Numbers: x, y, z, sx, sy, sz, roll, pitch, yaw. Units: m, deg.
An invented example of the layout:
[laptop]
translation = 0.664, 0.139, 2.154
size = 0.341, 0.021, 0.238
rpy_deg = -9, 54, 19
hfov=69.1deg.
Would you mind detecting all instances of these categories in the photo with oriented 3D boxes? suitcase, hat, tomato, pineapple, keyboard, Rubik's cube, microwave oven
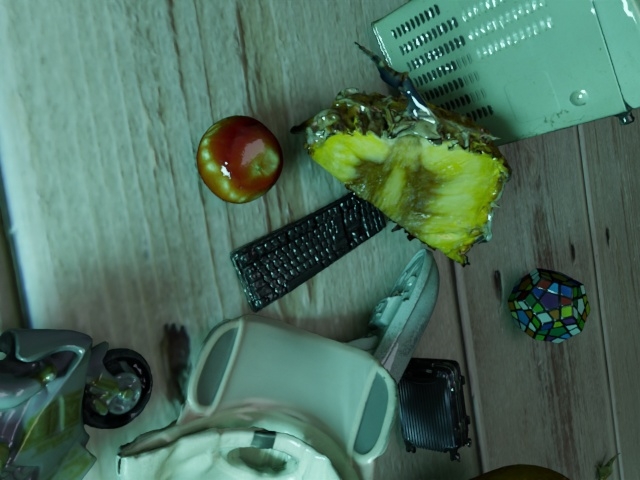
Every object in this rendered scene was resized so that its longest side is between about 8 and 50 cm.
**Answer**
[suitcase]
translation = 0.147, 0.218, 0.615
size = 0.059, 0.086, 0.126
rpy_deg = -12, 95, -55
[hat]
translation = -0.048, 0.192, 0.447
size = 0.226, 0.219, 0.164
rpy_deg = -63, 171, -63
[tomato]
translation = -0.076, -0.079, 0.456
size = 0.087, 0.075, 0.087
rpy_deg = 0, 91, -40
[pineapple]
translation = 0.120, -0.117, 0.559
size = 0.334, 0.158, 0.161
rpy_deg = 28, 48, -26
[keyboard]
translation = 0.001, 0.000, 0.549
size = 0.231, 0.023, 0.072
rpy_deg = -30, 108, -38
[Rubik's cube]
translation = 0.401, 0.114, 0.821
size = 0.112, 0.133, 0.133
rpy_deg = -24, 103, -11
[microwave oven]
translation = 0.334, -0.303, 0.652
size = 0.394, 0.333, 0.247
rpy_deg = -39, 108, -34

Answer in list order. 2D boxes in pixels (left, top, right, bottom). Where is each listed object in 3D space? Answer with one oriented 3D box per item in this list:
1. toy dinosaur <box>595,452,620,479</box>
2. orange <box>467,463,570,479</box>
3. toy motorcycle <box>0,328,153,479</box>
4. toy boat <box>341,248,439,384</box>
[toy dinosaur]
translation = 0.645, 0.511, 1.050
size = 0.113, 0.026, 0.041
rpy_deg = -39, 118, -26
[orange]
translation = 0.226, 0.452, 0.587
size = 0.263, 0.196, 0.334
rpy_deg = 1, 85, -45
[toy motorcycle]
translation = -0.224, 0.129, 0.313
size = 0.225, 0.073, 0.152
rpy_deg = -46, 124, -42
[toy boat]
translation = 0.078, 0.109, 0.574
size = 0.085, 0.078, 0.260
rpy_deg = 38, 63, -5
